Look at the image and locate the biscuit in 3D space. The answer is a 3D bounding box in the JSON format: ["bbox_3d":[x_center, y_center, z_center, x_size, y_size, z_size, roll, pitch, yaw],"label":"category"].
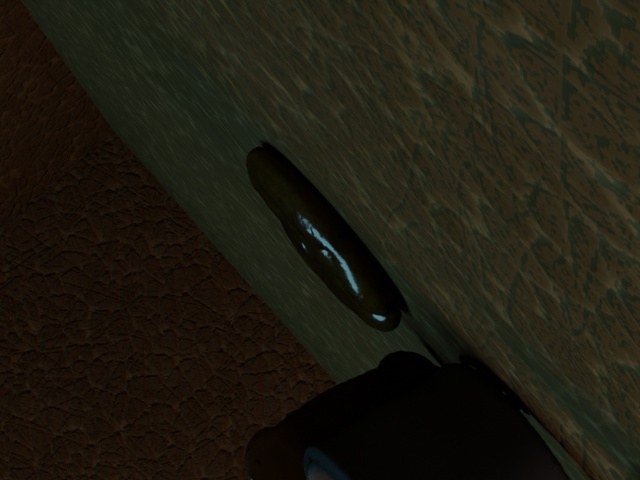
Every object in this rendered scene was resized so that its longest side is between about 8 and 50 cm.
[{"bbox_3d":[0.000,0.000,1.523,0.212,0.036,0.212,49,174,7],"label":"biscuit"}]

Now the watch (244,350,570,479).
[{"bbox_3d":[0.098,0.248,1.421,0.335,0.314,0.327,59,164,13],"label":"watch"}]
